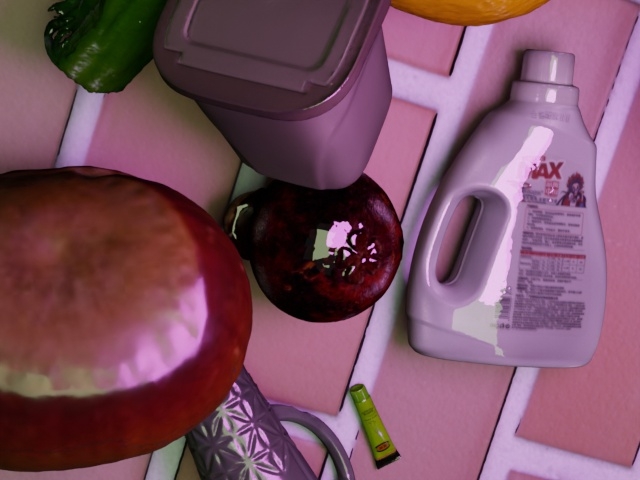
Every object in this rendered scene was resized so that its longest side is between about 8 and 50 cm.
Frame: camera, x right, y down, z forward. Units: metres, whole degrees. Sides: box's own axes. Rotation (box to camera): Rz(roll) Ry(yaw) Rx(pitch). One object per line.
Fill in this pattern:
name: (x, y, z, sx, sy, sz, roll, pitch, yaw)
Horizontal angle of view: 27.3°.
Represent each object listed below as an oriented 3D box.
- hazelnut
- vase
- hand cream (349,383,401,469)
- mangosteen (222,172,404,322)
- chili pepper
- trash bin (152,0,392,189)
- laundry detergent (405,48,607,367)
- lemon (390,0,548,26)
hazelnut: (-0.283, 0.085, 1.478, 0.409, 0.359, 0.359, -1, 101, -18)
vase: (-0.072, 0.293, 1.657, 0.251, 0.156, 0.301, -32, 98, -38)
hand cream: (0.070, 0.245, 1.742, 0.036, 0.023, 0.122, -25, 109, -8)
mangosteen: (0.000, 0.000, 1.588, 0.210, 0.210, 0.210, -3, 101, -13)
chili pepper: (-0.165, -0.345, 1.464, 0.167, 0.213, 0.385, 30, 110, -20)
trash bin: (-0.030, -0.185, 1.425, 0.220, 0.250, 0.219, 17, 72, 18)
laundry detergent: (0.251, -0.044, 1.679, 0.264, 0.125, 0.398, 4, 98, -13)
lemon: (0.164, -0.401, 1.489, 0.364, 0.364, 0.364, -3, 101, -13)
